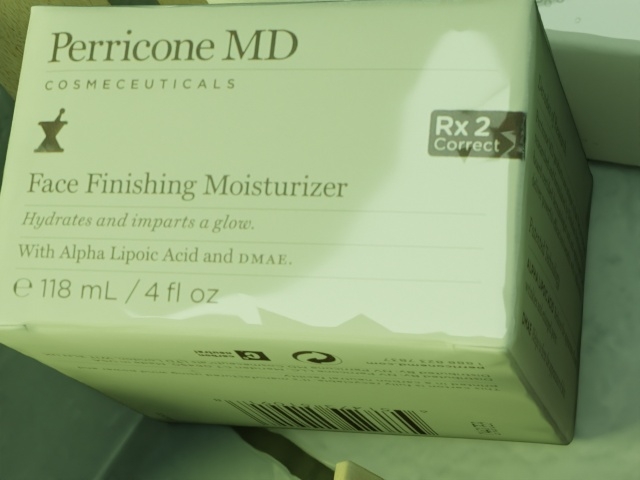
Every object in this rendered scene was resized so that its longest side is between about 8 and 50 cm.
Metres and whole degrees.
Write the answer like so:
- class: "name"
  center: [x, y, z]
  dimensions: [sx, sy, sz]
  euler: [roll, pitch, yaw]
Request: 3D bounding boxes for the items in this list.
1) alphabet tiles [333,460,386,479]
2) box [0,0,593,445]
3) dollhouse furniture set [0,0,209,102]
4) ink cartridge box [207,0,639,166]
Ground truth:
- class: "alphabet tiles"
  center: [0.058, 0.211, 0.474]
  dimensions: [0.009, 0.198, 0.237]
  euler: [-22, 47, 41]
- class: "box"
  center: [0.000, 0.000, 0.582]
  dimensions: [0.181, 0.182, 0.119]
  euler: [1, 73, 16]
- class: "dollhouse furniture set"
  center: [-0.087, -0.128, 0.732]
  dimensions: [0.144, 0.123, 0.151]
  euler: [-35, 32, 2]
- class: "ink cartridge box"
  center: [0.123, -0.146, 0.628]
  dimensions: [0.289, 0.121, 0.211]
  euler: [10, 75, 19]
